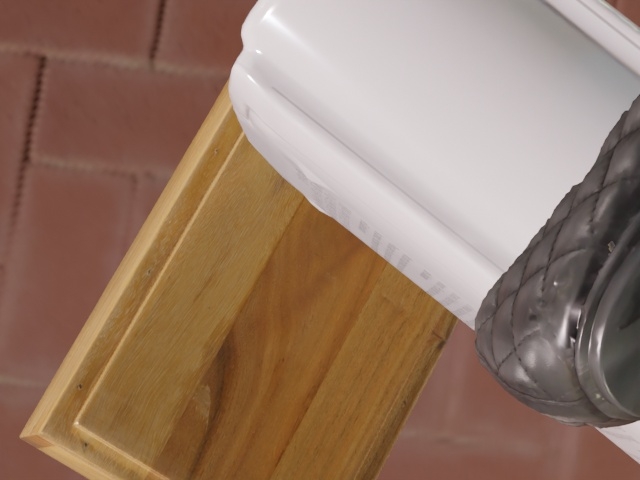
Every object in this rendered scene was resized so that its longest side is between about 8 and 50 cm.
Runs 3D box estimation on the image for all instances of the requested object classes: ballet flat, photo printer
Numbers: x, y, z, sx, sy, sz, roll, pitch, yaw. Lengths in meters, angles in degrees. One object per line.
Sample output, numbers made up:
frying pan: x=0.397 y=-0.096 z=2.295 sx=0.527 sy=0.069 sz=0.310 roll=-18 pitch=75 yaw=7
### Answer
ballet flat: x=0.087 y=-0.039 z=0.384 sx=0.173 sy=0.057 sz=0.049 roll=-52 pitch=33 yaw=-13
photo printer: x=0.115 y=0.011 z=0.707 sx=0.307 sy=0.256 sz=0.107 roll=39 pitch=88 yaw=4

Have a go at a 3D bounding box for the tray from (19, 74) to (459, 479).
tray: x=0.000 y=0.000 z=1.276 sx=0.203 sy=0.076 sz=0.411 roll=33 pitch=74 yaw=-12
